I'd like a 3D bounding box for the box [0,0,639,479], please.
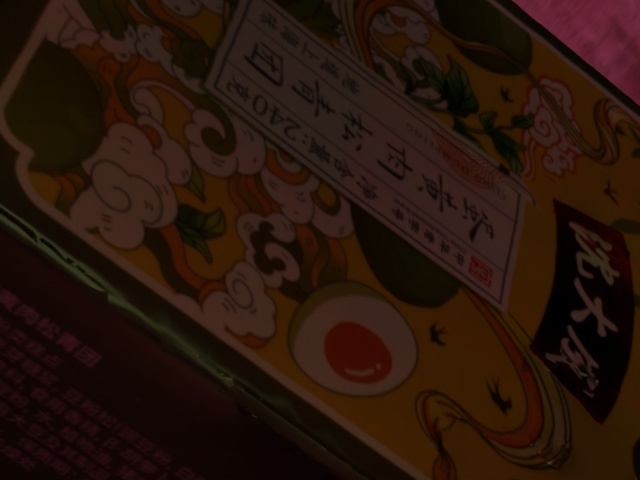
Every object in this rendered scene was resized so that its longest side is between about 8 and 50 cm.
[{"bbox_3d":[0.000,0.000,0.866,0.138,0.420,0.373,-41,19,36],"label":"box"}]
